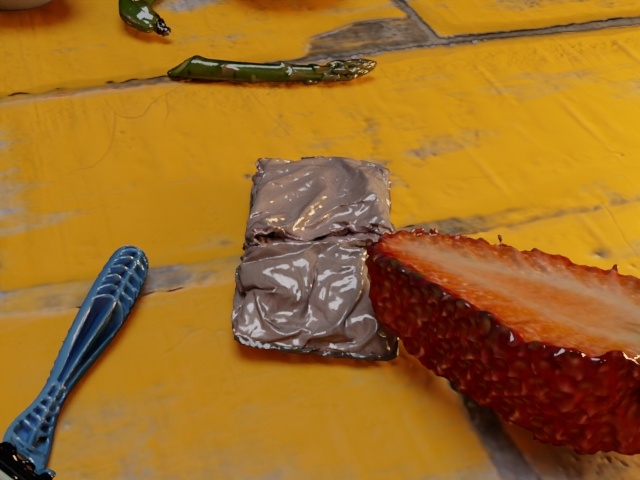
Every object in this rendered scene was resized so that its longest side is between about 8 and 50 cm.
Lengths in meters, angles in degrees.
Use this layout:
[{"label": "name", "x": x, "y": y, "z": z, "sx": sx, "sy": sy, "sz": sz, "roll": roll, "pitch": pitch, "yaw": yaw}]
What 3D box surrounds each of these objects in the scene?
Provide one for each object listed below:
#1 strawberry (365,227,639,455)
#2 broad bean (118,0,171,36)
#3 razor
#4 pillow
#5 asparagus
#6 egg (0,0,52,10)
[{"label": "strawberry", "x": 0.166, "y": 0.076, "z": 0.682, "sx": 0.286, "sy": 0.106, "sz": 0.188, "roll": 17, "pitch": 23, "yaw": 26}, {"label": "broad bean", "x": -0.220, "y": -0.308, "z": 1.178, "sx": 0.061, "sy": 0.046, "sz": 0.195, "roll": 4, "pitch": 42, "yaw": -17}, {"label": "razor", "x": -0.179, "y": 0.087, "z": 0.693, "sx": 0.082, "sy": 0.042, "sz": 0.253, "roll": 42, "pitch": 34, "yaw": -19}, {"label": "pillow", "x": 0.000, "y": 0.000, "z": 0.805, "sx": 0.135, "sy": 0.049, "sz": 0.248, "roll": 4, "pitch": 38, "yaw": 0}, {"label": "asparagus", "x": -0.054, "y": -0.189, "z": 1.055, "sx": 0.236, "sy": 0.027, "sz": 0.034, "roll": 0, "pitch": 50, "yaw": -2}, {"label": "egg", "x": -0.388, "y": -0.351, "z": 1.142, "sx": 0.199, "sy": 0.146, "sz": 0.146, "roll": 24, "pitch": 43, "yaw": 16}]
